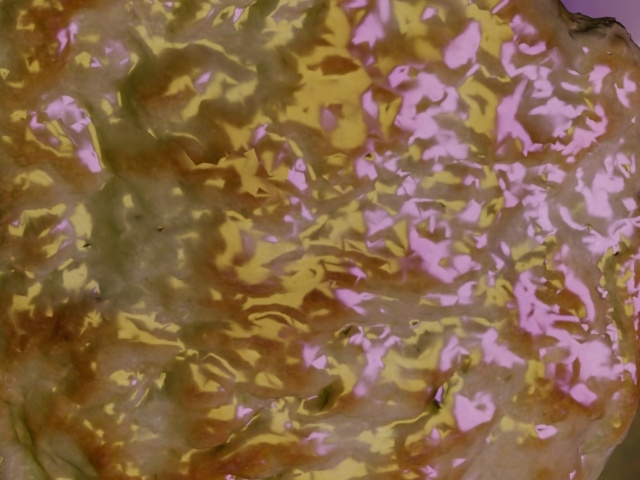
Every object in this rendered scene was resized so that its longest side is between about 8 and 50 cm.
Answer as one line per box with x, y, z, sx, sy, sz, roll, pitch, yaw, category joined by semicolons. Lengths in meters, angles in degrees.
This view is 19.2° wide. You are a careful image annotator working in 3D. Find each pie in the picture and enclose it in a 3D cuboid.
0.000;0.000;0.545;0.201;0.090;0.248;-1;116;-7;pie
